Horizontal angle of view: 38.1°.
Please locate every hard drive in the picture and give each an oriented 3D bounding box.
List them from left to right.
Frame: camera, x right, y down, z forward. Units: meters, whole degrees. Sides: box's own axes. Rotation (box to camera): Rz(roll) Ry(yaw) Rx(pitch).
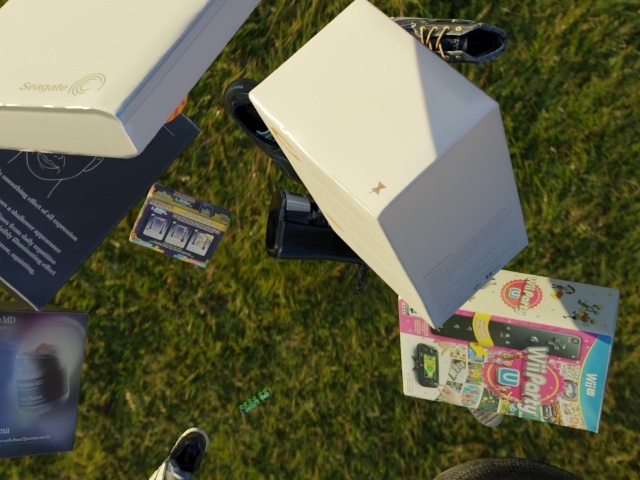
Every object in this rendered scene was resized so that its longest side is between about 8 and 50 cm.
[{"bbox_3d":[-0.146,-0.207,0.754,0.233,0.353,0.047,7,141,32],"label":"hard drive"}]

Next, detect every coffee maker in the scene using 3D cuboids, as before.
[{"bbox_3d":[0.000,0.000,1.611,0.178,0.120,0.171,3,75,-17],"label":"coffee maker"}]

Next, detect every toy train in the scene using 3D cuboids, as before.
[{"bbox_3d":[-0.146,0.364,2.082,0.083,0.023,0.017,-35,148,9],"label":"toy train"}]

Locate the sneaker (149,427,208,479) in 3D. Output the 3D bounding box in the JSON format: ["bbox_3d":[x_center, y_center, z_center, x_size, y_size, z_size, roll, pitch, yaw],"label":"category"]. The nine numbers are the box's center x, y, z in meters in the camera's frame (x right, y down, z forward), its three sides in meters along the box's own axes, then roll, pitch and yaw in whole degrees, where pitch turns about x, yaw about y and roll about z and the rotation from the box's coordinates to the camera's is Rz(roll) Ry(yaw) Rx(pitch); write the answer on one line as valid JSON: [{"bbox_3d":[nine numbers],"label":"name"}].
[{"bbox_3d":[-0.323,0.518,2.028,0.078,0.106,0.234,33,78,-3],"label":"sneaker"}]

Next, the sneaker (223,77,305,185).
[{"bbox_3d":[-0.063,-0.166,1.588,0.267,0.106,0.101,38,104,-14],"label":"sneaker"}]

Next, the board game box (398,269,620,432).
[{"bbox_3d":[0.277,0.156,1.389,0.303,0.097,0.224,8,134,17],"label":"board game box"}]

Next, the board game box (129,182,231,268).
[{"bbox_3d":[-0.287,-0.029,1.892,0.170,0.048,0.141,21,129,-15],"label":"board game box"}]

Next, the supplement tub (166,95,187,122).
[{"bbox_3d":[-0.269,-0.213,1.233,0.190,0.117,0.117,17,119,42],"label":"supplement tub"}]

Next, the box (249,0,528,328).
[{"bbox_3d":[0.094,-0.073,1.072,0.168,0.345,0.215,-42,62,-4],"label":"box"}]

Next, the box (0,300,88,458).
[{"bbox_3d":[-0.643,0.271,1.839,0.183,0.296,0.294,4,88,37],"label":"box"}]

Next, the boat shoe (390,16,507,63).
[{"bbox_3d":[0.141,-0.249,1.157,0.183,0.083,0.065,-12,109,-24],"label":"boat shoe"}]

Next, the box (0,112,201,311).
[{"bbox_3d":[-0.448,-0.129,1.502,0.293,0.212,0.395,45,73,-17],"label":"box"}]

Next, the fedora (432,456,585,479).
[{"bbox_3d":[0.187,0.366,0.817,0.334,0.334,0.152,21,138,-6],"label":"fedora"}]

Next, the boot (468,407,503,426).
[{"bbox_3d":[0.376,0.305,2.042,0.090,0.248,0.207,-31,147,21],"label":"boot"}]
